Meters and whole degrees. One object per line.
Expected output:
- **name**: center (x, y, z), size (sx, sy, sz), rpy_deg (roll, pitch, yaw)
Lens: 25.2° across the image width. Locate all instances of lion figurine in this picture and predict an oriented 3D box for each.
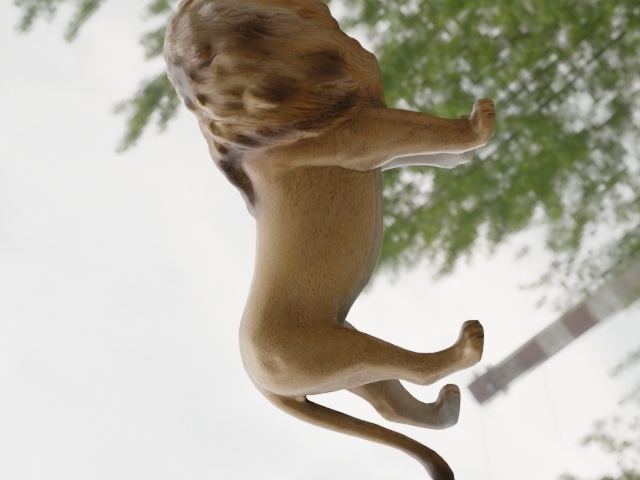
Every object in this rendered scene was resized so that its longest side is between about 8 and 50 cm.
- **lion figurine**: center (0.000, 0.000, 1.082), size (0.142, 0.240, 0.392), rpy_deg (180, 91, -86)
